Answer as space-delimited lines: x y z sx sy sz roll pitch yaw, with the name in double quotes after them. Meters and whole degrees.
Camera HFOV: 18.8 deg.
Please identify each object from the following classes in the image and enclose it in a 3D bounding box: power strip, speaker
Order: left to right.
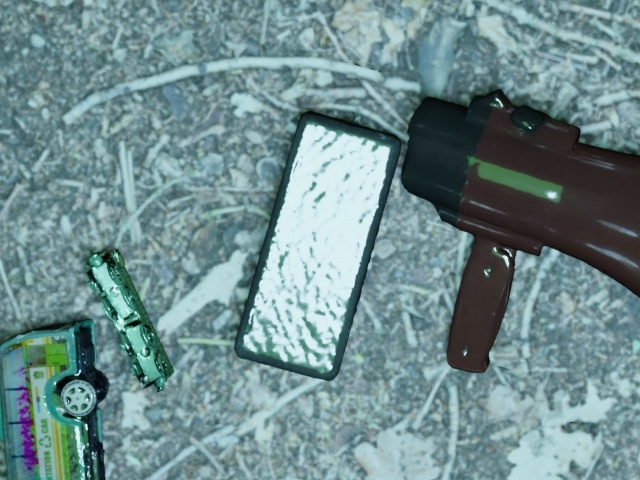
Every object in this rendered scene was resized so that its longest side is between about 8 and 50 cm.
0.000 0.000 1.860 0.105 0.070 0.257 16 96 -2 "power strip"
0.239 -0.005 1.843 0.329 0.198 0.259 14 134 15 "speaker"

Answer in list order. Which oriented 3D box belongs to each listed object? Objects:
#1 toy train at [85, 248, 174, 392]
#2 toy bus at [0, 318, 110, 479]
-0.184 0.078 1.867 0.038 0.071 0.148 -25 92 1 "toy train"
-0.252 0.209 1.872 0.109 0.091 0.262 -4 92 8 "toy bus"
